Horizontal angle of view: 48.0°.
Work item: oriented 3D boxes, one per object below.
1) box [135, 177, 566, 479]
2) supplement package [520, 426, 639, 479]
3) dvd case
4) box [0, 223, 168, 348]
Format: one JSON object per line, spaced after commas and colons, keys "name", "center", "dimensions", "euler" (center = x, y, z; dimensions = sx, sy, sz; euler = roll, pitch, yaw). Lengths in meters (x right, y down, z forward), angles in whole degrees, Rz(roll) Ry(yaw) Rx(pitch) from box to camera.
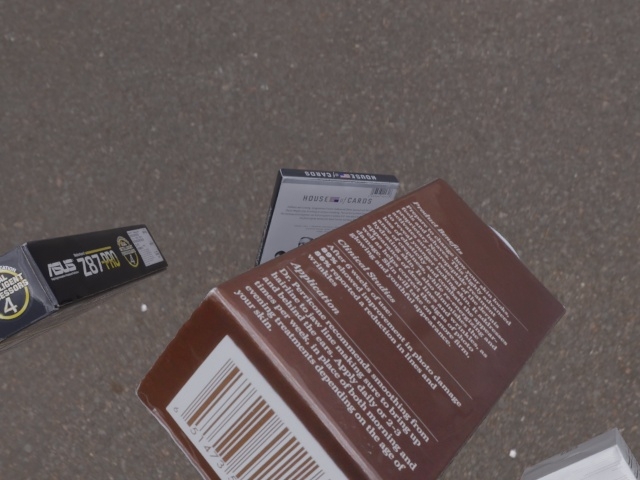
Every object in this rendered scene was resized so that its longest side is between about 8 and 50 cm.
{"name": "box", "center": [0.053, 0.087, 0.618], "dimensions": [0.191, 0.143, 0.381], "euler": [49, 36, 12]}
{"name": "supplement package", "center": [0.491, 0.477, 1.274], "dimensions": [0.194, 0.149, 0.203], "euler": [-32, 77, 19]}
{"name": "dvd case", "center": [0.000, 0.000, 1.073], "dimensions": [0.179, 0.239, 0.030], "euler": [1, 39, -21]}
{"name": "box", "center": [-0.419, 0.095, 0.993], "dimensions": [0.318, 0.395, 0.097], "euler": [-29, 92, 8]}
